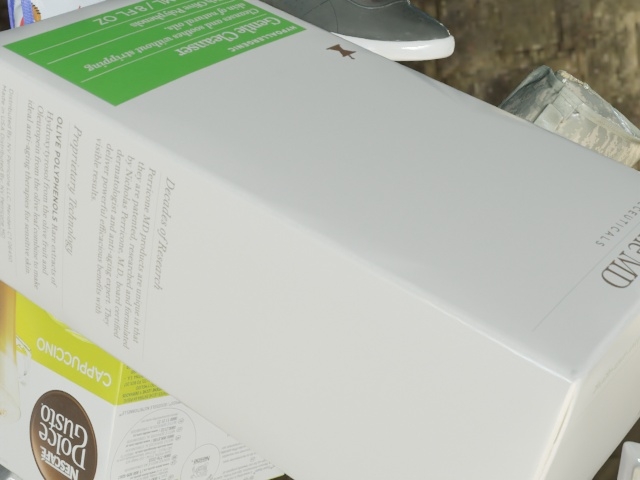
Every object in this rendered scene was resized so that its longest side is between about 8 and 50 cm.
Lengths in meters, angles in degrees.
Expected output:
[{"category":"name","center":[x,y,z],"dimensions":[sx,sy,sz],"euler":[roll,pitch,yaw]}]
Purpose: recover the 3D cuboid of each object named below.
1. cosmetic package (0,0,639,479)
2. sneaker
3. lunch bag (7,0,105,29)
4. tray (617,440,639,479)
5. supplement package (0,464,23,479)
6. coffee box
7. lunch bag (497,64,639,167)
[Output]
[{"category":"cosmetic package","center":[0.000,0.000,0.594],"dimensions":[0.366,0.155,0.197],"euler":[27,37,24]},{"category":"sneaker","center":[0.009,-0.274,1.031],"dimensions":[0.296,0.146,0.105],"euler":[29,32,30]},{"category":"lunch bag","center":[-0.329,-0.341,1.732],"dimensions":[0.328,0.385,0.239],"euler":[-15,40,-20]},{"category":"tray","center":[0.555,0.464,1.785],"dimensions":[0.145,0.270,0.030],"euler":[12,29,21]},{"category":"supplement package","center":[-0.454,0.408,1.840],"dimensions":[0.177,0.175,0.293],"euler":[-43,14,25]},{"category":"coffee box","center":[-0.251,0.144,1.463],"dimensions":[0.338,0.334,0.338],"euler":[21,17,38]},{"category":"lunch bag","center":[0.288,-0.104,1.446],"dimensions":[0.169,0.235,0.287],"euler":[47,19,19]}]
